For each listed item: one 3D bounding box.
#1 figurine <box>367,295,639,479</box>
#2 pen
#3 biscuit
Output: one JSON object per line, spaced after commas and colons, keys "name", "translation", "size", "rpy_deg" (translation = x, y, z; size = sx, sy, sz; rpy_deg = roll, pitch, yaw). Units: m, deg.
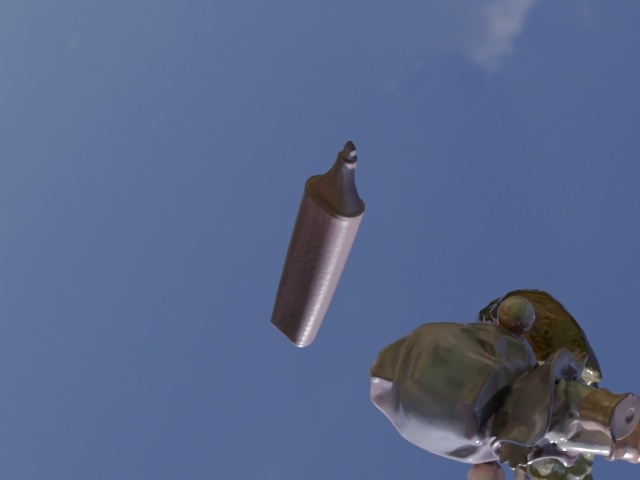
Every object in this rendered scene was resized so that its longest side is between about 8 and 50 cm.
{"name": "figurine", "translation": [0.181, 0.155, 1.729], "size": [0.276, 0.133, 0.200], "rpy_deg": [10, -87, 30]}
{"name": "pen", "translation": [0.000, 0.000, 1.405], "size": [0.032, 0.197, 0.053], "rpy_deg": [-24, -125, -40]}
{"name": "biscuit", "translation": [0.251, 0.165, 2.035], "size": [0.091, 0.274, 0.213], "rpy_deg": [-17, -132, -11]}
